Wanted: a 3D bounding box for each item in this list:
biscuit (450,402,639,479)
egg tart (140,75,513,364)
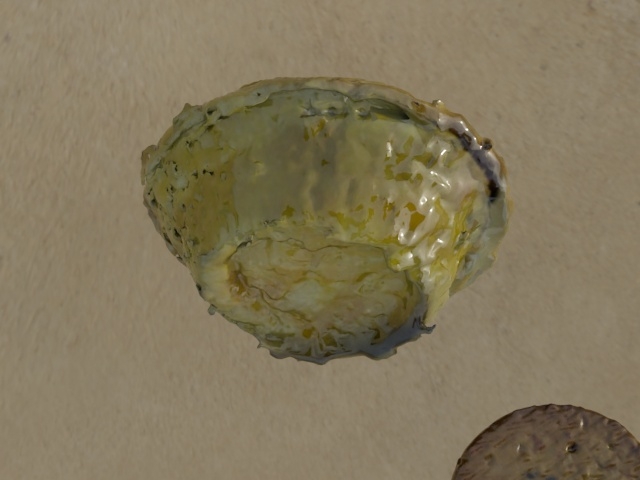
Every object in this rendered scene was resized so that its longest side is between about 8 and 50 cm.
[{"bbox_3d":[0.195,0.224,0.866,0.188,0.027,0.187,1,67,-2],"label":"biscuit"},{"bbox_3d":[0.000,0.000,0.940,0.346,0.132,0.345,6,141,5],"label":"egg tart"}]
